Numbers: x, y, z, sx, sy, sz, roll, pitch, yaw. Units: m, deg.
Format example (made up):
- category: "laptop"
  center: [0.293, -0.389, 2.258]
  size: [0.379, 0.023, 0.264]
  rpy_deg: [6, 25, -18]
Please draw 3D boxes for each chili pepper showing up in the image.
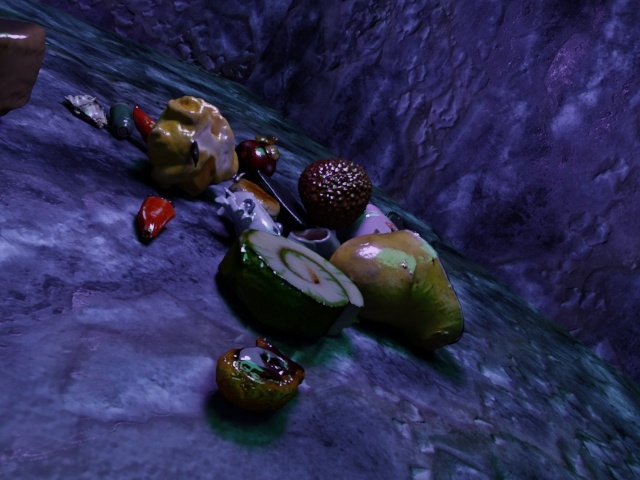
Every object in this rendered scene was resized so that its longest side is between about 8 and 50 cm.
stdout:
- category: "chili pepper"
  center: [-0.403, -0.044, 1.457]
  size: [0.088, 0.064, 0.169]
  rpy_deg: [13, 25, -11]
- category: "chili pepper"
  center: [-0.462, -0.301, 1.971]
  size: [0.368, 0.092, 0.137]
  rpy_deg: [36, 46, -20]

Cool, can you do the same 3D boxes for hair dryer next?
- category: "hair dryer"
  center: [0.271, 0.036, 2.358]
  size: [0.089, 0.197, 0.251]
  rpy_deg: [-22, 80, -40]

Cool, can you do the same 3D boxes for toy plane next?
- category: "toy plane"
  center: [-0.204, -0.055, 1.744]
  size: [0.267, 0.122, 0.267]
  rpy_deg: [44, 3, -3]

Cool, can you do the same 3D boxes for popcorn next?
- category: "popcorn"
  center: [-0.399, -0.270, 1.807]
  size: [0.281, 0.297, 0.315]
  rpy_deg: [16, -31, 23]

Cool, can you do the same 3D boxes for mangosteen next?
- category: "mangosteen"
  center: [-0.239, -0.322, 2.325]
  size: [0.200, 0.199, 0.200]
  rpy_deg: [30, 16, -10]

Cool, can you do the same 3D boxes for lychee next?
- category: "lychee"
  center: [0.053, -0.165, 2.073]
  size: [0.268, 0.267, 0.267]
  rpy_deg: [30, 16, -10]

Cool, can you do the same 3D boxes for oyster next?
- category: "oyster"
  center: [-0.739, -0.415, 1.908]
  size: [0.108, 0.053, 0.166]
  rpy_deg: [3, 34, -49]

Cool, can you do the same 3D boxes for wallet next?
- category: "wallet"
  center: [-0.099, -0.122, 2.123]
  size: [0.247, 0.041, 0.323]
  rpy_deg: [49, 4, 14]

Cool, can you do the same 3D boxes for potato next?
- category: "potato"
  center: [0.185, 0.168, 1.756]
  size: [0.296, 0.290, 0.396]
  rpy_deg: [-19, 90, -33]

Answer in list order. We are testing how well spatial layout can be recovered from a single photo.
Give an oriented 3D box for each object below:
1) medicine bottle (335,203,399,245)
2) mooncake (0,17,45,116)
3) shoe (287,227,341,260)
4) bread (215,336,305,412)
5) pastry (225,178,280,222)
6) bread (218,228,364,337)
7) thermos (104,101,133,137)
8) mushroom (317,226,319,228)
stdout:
- category: "medicine bottle"
  center: [0.193, 0.021, 2.127]
  size: [0.202, 0.202, 0.316]
  rpy_deg: [24, 19, -29]
- category: "mooncake"
  center: [-0.886, -0.467, 1.424]
  size: [0.393, 0.246, 0.394]
  rpy_deg: [5, 31, -43]
- category: "shoe"
  center: [0.000, 0.000, 2.012]
  size: [0.251, 0.100, 0.103]
  rpy_deg: [12, 25, -46]
- category: "bread"
  center: [-0.107, 0.249, 1.116]
  size: [0.139, 0.095, 0.269]
  rpy_deg: [38, 3, 11]
- category: "pastry"
  center: [-0.220, -0.124, 1.963]
  size: [0.182, 0.093, 0.192]
  rpy_deg: [32, 15, -15]
- category: "bread"
  center: [-0.063, 0.117, 1.496]
  size: [0.382, 0.129, 0.366]
  rpy_deg: [29, 14, -16]
- category: "thermos"
  center: [-0.648, -0.388, 1.963]
  size: [0.083, 0.073, 0.187]
  rpy_deg: [25, 18, -31]
- category: "mushroom"
  center: [-0.002, -0.044, 2.277]
  size: [0.026, 0.028, 0.286]
  rpy_deg: [20, 16, -39]
